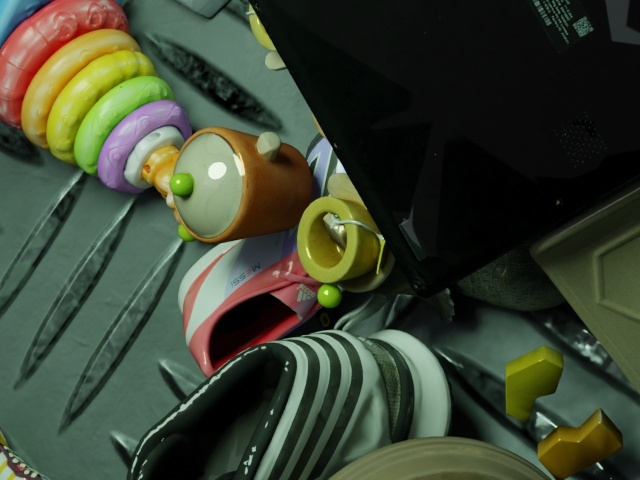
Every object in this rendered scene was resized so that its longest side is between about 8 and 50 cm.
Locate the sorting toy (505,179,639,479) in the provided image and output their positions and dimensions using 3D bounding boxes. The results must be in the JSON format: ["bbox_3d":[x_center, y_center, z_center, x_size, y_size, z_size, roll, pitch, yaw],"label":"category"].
[{"bbox_3d":[0.260,0.051,1.331,0.307,0.229,0.041,-31,24,23],"label":"sorting toy"}]

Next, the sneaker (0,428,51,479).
[{"bbox_3d":[-0.287,0.235,1.736,0.084,0.069,0.185,-28,67,15],"label":"sneaker"}]

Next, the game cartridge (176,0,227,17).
[{"bbox_3d":[-0.091,-0.380,1.797,0.198,0.062,0.297,35,96,41],"label":"game cartridge"}]

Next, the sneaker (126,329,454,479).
[{"bbox_3d":[-0.081,0.268,1.429,0.169,0.257,0.447,29,103,42],"label":"sneaker"}]

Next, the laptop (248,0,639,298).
[{"bbox_3d":[0.180,-0.231,1.347,0.408,0.236,0.382,-32,84,26],"label":"laptop"}]

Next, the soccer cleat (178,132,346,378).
[{"bbox_3d":[0.000,0.000,1.564,0.318,0.108,0.116,-42,33,21],"label":"soccer cleat"}]

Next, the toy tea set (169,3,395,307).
[{"bbox_3d":[-0.024,-0.123,1.433,0.200,0.124,0.336,19,104,44],"label":"toy tea set"}]

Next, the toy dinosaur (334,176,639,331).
[{"bbox_3d":[0.163,-0.004,1.483,0.313,0.121,0.160,-2,86,30],"label":"toy dinosaur"}]

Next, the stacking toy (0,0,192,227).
[{"bbox_3d":[-0.189,-0.110,1.733,0.302,0.166,0.175,43,117,25],"label":"stacking toy"}]

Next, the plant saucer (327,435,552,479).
[{"bbox_3d":[0.091,0.285,1.342,0.041,0.278,0.278,180,109,-75],"label":"plant saucer"}]

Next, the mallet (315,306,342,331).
[{"bbox_3d":[0.027,0.140,1.565,0.062,0.039,0.189,-45,51,18],"label":"mallet"}]
